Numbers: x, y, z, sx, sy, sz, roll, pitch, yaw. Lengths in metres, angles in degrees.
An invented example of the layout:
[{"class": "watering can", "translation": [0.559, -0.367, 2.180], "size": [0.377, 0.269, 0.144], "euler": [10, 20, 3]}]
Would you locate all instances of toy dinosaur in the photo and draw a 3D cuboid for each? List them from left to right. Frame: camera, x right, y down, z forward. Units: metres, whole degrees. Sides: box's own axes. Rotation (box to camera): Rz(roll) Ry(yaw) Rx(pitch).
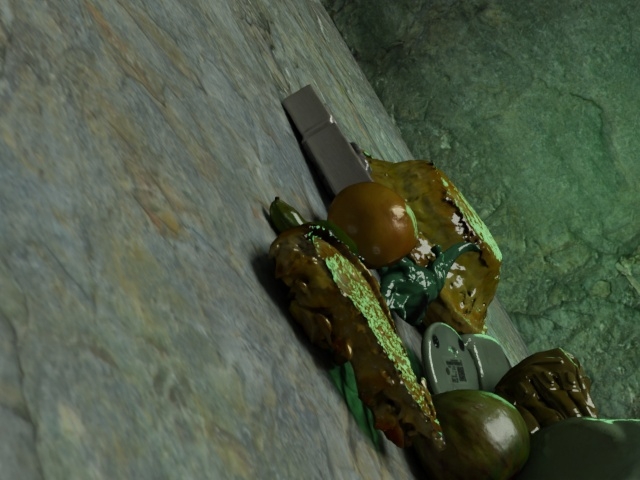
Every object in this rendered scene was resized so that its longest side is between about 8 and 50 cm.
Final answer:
[{"class": "toy dinosaur", "translation": [0.153, 0.045, 1.544], "size": [0.120, 0.079, 0.292], "euler": [55, 40, -10]}]

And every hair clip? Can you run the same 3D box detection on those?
[{"class": "hair clip", "translation": [0.034, -0.128, 1.623], "size": [0.101, 0.085, 0.330], "euler": [48, 14, -50]}]

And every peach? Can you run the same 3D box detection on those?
[{"class": "peach", "translation": [0.072, -0.022, 1.408], "size": [0.138, 0.138, 0.138], "euler": [55, 12, -18]}]

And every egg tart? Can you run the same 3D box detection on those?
[{"class": "egg tart", "translation": [0.206, -0.009, 1.808], "size": [0.443, 0.178, 0.443], "euler": [53, 13, -17]}]

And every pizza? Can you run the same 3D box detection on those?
[{"class": "pizza", "translation": [0.043, 0.097, 1.122], "size": [0.287, 0.074, 0.251], "euler": [58, 12, -6]}]

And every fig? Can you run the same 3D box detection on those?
[{"class": "fig", "translation": [0.137, 0.211, 1.190], "size": [0.245, 0.149, 0.149], "euler": [41, 6, 19]}]

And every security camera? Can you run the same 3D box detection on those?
[{"class": "security camera", "translation": [0.219, 0.216, 1.550], "size": [0.301, 0.080, 0.157], "euler": [15, 59, -57]}]

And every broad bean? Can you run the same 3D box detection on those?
[{"class": "broad bean", "translation": [0.000, 0.000, 1.248], "size": [0.213, 0.048, 0.070], "euler": [34, 28, -57]}]

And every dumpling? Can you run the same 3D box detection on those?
[{"class": "dumpling", "translation": [0.323, 0.333, 1.216], "size": [0.320, 0.270, 0.212], "euler": [62, 2, -39]}]

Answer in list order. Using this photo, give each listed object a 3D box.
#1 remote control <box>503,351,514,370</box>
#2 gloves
[{"class": "remote control", "translation": [0.447, 0.356, 2.221], "size": [0.073, 0.044, 0.229], "euler": [54, 17, -68]}, {"class": "gloves", "translation": [0.347, 0.249, 1.518], "size": [0.141, 0.154, 0.331], "euler": [64, 20, 9]}]
